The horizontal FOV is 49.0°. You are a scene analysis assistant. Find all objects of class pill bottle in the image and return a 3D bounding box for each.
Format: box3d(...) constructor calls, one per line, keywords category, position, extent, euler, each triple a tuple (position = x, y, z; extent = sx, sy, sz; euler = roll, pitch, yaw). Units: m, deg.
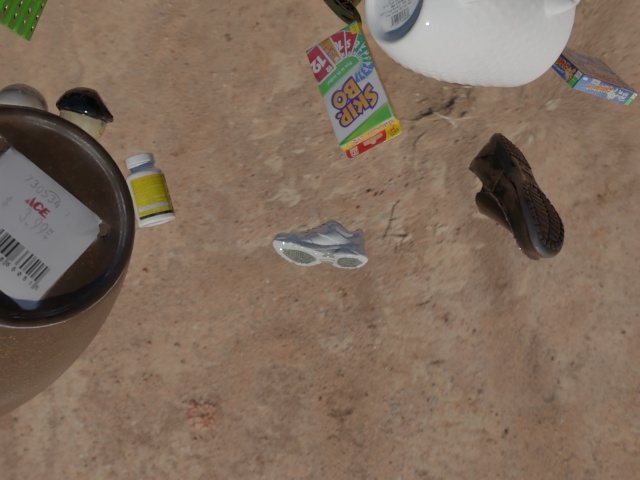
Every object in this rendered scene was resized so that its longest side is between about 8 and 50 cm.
box3d(category="pill bottle", position=(-0.288, -0.085, 1.174), extent=(0.065, 0.065, 0.116), euler=(-16, 89, 19))

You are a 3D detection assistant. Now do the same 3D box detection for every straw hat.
box3d(category="straw hat", position=(0.060, -0.544, 1.553), extent=(0.144, 0.144, 0.061), euler=(43, 85, 6))

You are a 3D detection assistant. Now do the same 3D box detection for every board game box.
box3d(category="board game box", position=(0.064, -0.298, 1.391), extent=(0.124, 0.039, 0.259), euler=(-26, 71, 21))
box3d(category="board game box", position=(0.563, -0.353, 1.479), extent=(0.035, 0.201, 0.136), euler=(-57, 46, 33))

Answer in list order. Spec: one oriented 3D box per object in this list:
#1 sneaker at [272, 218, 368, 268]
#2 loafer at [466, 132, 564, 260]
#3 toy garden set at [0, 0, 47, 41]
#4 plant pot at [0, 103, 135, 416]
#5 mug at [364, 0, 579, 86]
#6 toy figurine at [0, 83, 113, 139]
box3d(category="sneaker", position=(0.000, 0.000, 1.703), extent=(0.232, 0.090, 0.115), euler=(8, 59, -9))
box3d(category="loafer", position=(0.419, -0.080, 1.541), extent=(0.134, 0.365, 0.130), euler=(31, 123, -29))
box3d(category="toy garden set", position=(-0.594, -0.520, 1.400), extent=(0.049, 0.244, 0.203), euler=(24, 92, -11))
box3d(category="plant pot", position=(-0.205, 0.010, 0.413), extent=(0.230, 0.215, 0.215), euler=(-16, 96, 50))
box3d(category="mug", position=(0.287, -0.428, 1.269), extent=(0.374, 0.328, 0.276), euler=(9, 102, 54))
box3d(category="toy figurine", position=(-0.349, -0.110, 0.730), extent=(0.213, 0.210, 0.148), euler=(15, 92, 40))
